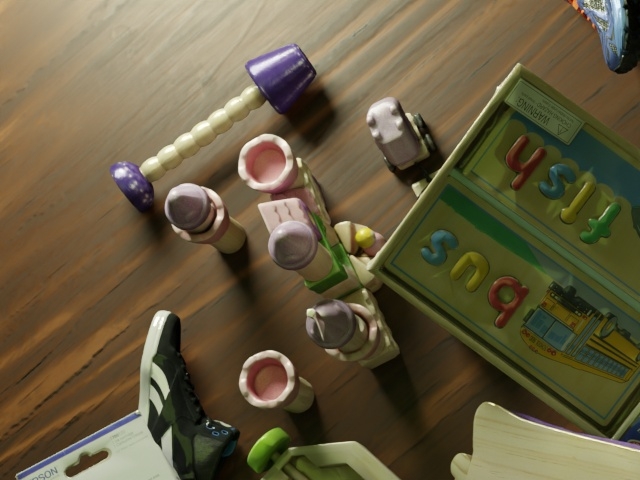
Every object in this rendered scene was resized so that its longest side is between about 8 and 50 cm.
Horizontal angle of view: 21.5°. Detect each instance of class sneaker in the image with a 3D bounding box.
[{"bbox_3d":[0.318,-0.289,1.964,0.087,0.083,0.221,-23,65,24],"label":"sneaker"},{"bbox_3d":[-0.150,0.194,1.982,0.121,0.079,0.217,5,77,6],"label":"sneaker"}]

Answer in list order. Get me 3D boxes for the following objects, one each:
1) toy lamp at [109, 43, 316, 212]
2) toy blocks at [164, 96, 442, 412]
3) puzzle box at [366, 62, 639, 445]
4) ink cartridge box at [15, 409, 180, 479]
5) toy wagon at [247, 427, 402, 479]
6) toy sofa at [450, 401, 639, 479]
[{"bbox_3d":[-0.127,-0.141,2.050,0.274,0.080,0.080,-37,69,5],"label":"toy lamp"},{"bbox_3d":[0.000,0.000,1.879,0.309,0.260,0.289,-28,70,8],"label":"toy blocks"},{"bbox_3d":[0.286,0.042,1.749,0.409,0.052,0.272,36,97,2],"label":"puzzle box"},{"bbox_3d":[-0.195,0.371,1.865,0.165,0.065,0.333,-27,71,-1],"label":"ink cartridge box"},{"bbox_3d":[-0.033,0.390,1.894,0.267,0.068,0.344,40,91,22],"label":"toy wagon"},{"bbox_3d":[0.306,0.286,1.701,0.362,0.150,0.177,8,81,45],"label":"toy sofa"}]
